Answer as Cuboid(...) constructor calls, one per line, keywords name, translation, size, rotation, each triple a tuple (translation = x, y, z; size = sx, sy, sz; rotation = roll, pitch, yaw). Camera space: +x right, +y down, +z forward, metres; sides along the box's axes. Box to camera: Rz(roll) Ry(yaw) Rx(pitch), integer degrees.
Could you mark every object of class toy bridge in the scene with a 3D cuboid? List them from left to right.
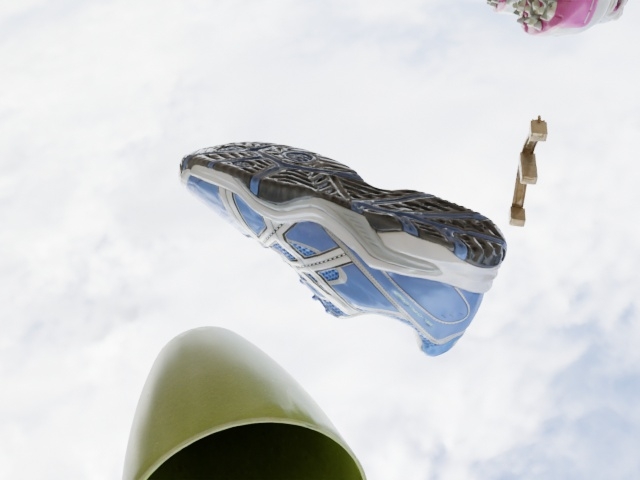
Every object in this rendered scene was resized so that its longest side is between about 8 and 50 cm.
Cuboid(name="toy bridge", translation=(0.308, -0.109, 1.502), size=(0.026, 0.188, 0.063), rotation=(6, -136, 2))

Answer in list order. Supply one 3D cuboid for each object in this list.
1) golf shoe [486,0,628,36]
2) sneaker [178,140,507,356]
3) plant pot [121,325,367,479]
Cuboid(name="golf shoe", translation=(0.255, -0.260, 0.999), size=(0.140, 0.115, 0.306), rotation=(8, -160, -4))
Cuboid(name="sneaker", translation=(0.000, 0.000, 0.595), size=(0.211, 0.081, 0.080), rotation=(24, -152, 25))
Cuboid(name="plant pot", translation=(-0.117, 0.237, 1.208), size=(0.275, 0.275, 0.293), rotation=(-29, -148, -1))
